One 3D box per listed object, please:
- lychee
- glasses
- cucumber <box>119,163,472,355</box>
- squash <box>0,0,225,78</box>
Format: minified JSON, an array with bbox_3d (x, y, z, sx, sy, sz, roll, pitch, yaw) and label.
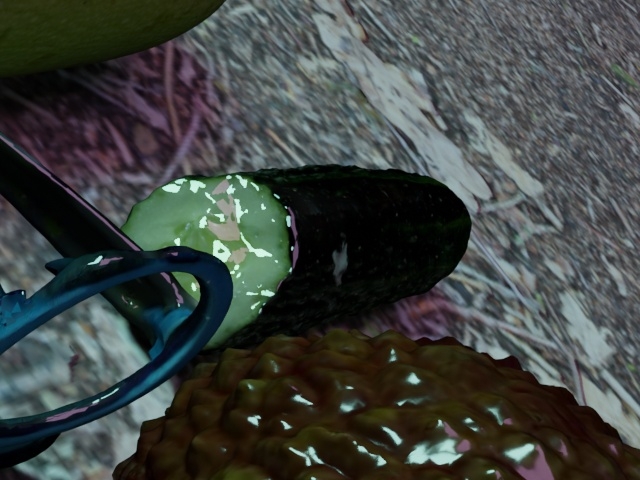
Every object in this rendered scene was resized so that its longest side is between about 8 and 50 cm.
[{"bbox_3d":[0.016,0.116,0.527,0.188,0.188,0.188,35,29,-23],"label":"lychee"},{"bbox_3d":[-0.125,-0.037,0.496,0.239,0.102,0.206,5,79,-51],"label":"glasses"},{"bbox_3d":[0.001,0.001,0.765,0.074,0.074,0.241,54,25,13],"label":"cucumber"},{"bbox_3d":[-0.112,-0.131,0.712,0.132,0.132,0.247,53,26,11],"label":"squash"}]
